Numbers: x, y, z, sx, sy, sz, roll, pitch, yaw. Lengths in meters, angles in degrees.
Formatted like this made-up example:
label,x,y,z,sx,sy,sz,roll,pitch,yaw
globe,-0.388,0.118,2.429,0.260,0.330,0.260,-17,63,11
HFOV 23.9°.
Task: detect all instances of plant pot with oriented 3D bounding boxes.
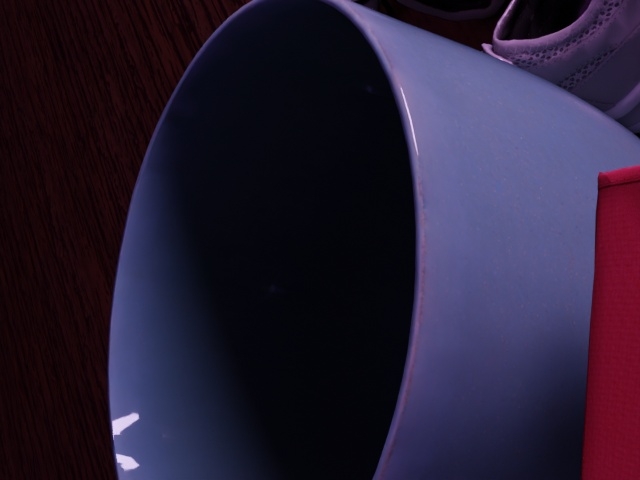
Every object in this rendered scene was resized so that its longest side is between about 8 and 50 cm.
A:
label,x,y,z,sx,sy,sz,roll,pitch,yaw
plant pot,0.061,0.043,0.747,0.293,0.235,0.293,-21,65,56

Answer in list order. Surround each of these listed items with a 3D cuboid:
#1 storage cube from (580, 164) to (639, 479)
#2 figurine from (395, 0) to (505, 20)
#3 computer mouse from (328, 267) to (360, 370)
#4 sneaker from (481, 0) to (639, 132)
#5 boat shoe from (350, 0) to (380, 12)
label,x,y,z,sx,sy,sz,roll,pitch,yaw
storage cube,0.219,0.072,0.526,0.215,0.183,0.193,-6,78,58
figurine,0.109,-0.277,0.906,0.215,0.092,0.209,-40,46,47
computer mouse,0.000,0.000,0.962,0.184,0.060,0.262,-153,72,-87
sneaker,0.170,-0.189,0.742,0.105,0.115,0.281,43,119,54
boat shoe,0.018,-0.184,1.050,0.079,0.084,0.233,31,107,33
